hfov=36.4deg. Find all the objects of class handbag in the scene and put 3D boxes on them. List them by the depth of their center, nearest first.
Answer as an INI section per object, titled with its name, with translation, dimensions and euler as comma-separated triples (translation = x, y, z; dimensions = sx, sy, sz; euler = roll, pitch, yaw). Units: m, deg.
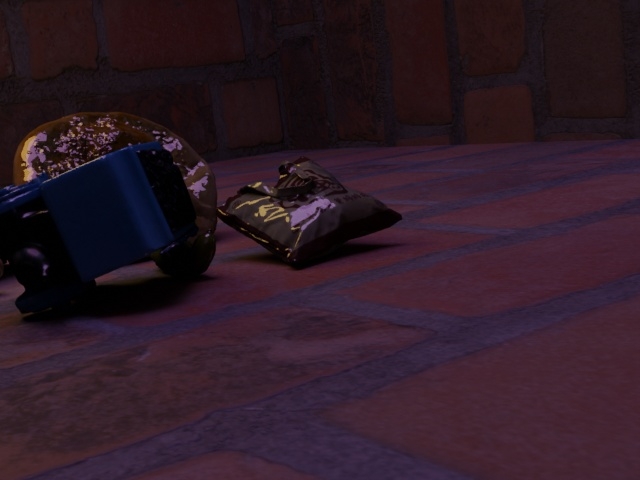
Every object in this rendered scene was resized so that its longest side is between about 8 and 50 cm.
[handbag]
translation = -0.026, -0.047, 1.544
dimensions = 0.213, 0.127, 0.235
euler = -28, 42, -29

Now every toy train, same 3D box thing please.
[toy train]
translation = -0.315, -0.028, 1.361
dimensions = 0.265, 0.188, 0.300
euler = -22, 7, 4

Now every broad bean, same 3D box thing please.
[broad bean]
translation = -0.217, 0.022, 1.503
dimensions = 0.048, 0.070, 0.213
euler = 16, -14, -31

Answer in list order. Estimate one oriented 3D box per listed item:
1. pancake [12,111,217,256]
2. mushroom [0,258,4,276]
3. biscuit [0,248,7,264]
[pancake]
translation = -0.365, -0.108, 1.773
dimensions = 0.386, 0.082, 0.387
euler = 14, 44, -14
[mushroom]
translation = -0.597, 0.050, 1.558
dimensions = 0.225, 0.093, 0.116
euler = 7, 32, 23
[biscuit]
translation = -0.663, -0.015, 1.687
dimensions = 0.334, 0.081, 0.289
euler = 2, -22, -43
